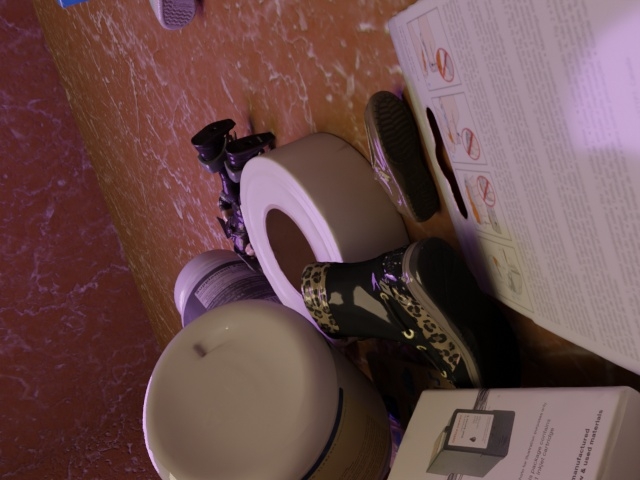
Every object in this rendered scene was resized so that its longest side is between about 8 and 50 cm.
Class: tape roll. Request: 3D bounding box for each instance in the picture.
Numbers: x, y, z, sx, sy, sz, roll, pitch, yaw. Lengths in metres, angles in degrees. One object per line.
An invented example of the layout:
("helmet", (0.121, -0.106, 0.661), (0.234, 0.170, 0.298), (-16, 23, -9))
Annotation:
("tape roll", (0.000, 0.000, 0.879), (0.286, 0.100, 0.286), (45, 151, 35))

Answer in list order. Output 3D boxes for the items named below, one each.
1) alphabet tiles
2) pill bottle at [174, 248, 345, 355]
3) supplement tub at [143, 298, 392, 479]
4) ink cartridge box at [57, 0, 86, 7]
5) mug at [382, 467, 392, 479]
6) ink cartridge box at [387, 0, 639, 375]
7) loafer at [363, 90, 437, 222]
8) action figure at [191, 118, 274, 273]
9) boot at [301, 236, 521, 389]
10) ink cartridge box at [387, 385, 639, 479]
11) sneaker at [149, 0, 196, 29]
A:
("alphabet tiles", (0.168, 0.301, 0.880), (0.343, 0.011, 0.285), (0, 108, 56))
("pill bottle", (-0.127, 0.152, 1.144), (0.361, 0.204, 0.204), (33, 142, 56))
("supplement tub", (-0.045, 0.236, 0.821), (0.235, 0.235, 0.325), (45, 176, 35))
("ink cartridge box", (-0.404, -0.551, 1.055), (0.171, 0.168, 0.232), (53, 154, 21))
("mug", (0.158, 0.335, 0.797), (0.169, 0.113, 0.150), (-6, 112, 53))
("ink cartridge box", (0.192, -0.068, 0.491), (0.385, 0.091, 0.308), (-144, 32, -75))
("loafer", (0.078, -0.087, 0.688), (0.050, 0.056, 0.148), (1, 115, 56))
("action figure", (-0.127, -0.063, 1.085), (0.185, 0.099, 0.285), (38, 150, 32))
("boot", (0.100, 0.099, 0.694), (0.179, 0.085, 0.236), (-8, 126, 44))
("ink cartridge box", (0.213, 0.220, 0.551), (0.198, 0.114, 0.273), (32, 158, -11))
("sneaker", (-0.243, -0.450, 0.924), (0.151, 0.094, 0.256), (57, 154, 19))
